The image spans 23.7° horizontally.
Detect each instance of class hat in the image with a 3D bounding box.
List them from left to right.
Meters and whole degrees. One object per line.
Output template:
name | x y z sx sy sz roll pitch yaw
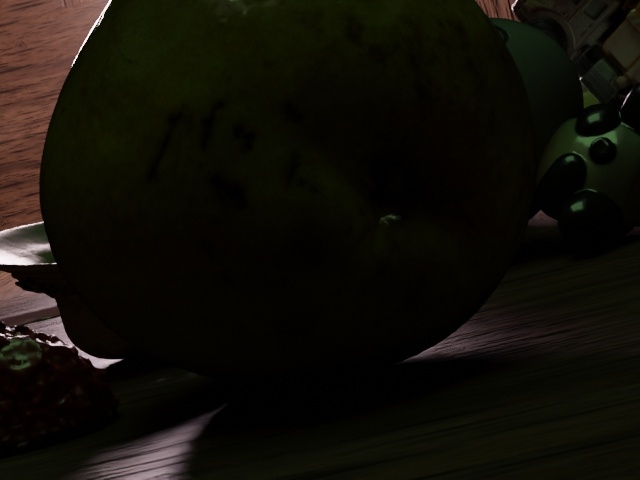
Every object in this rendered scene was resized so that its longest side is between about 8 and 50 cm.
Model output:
hat | -0.159 0.041 1.247 0.252 0.110 0.252 -6 10 1

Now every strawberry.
strawberry | -0.278 0.094 1.021 0.286 0.106 0.188 -12 7 16

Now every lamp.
lamp | 0.158 -0.082 1.267 0.244 0.197 0.198 22 26 32

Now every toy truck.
toy truck | 0.303 -0.153 1.365 0.135 0.270 0.114 -49 -16 33

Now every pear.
pear | -0.012 -0.047 0.932 0.304 0.303 0.304 -14 5 1

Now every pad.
pad | -0.305 0.079 1.758 0.188 0.006 0.113 -14 6 5

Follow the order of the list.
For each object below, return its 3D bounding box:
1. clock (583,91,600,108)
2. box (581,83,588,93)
clock | 0.450 -0.153 1.581 0.286 0.117 0.348 -20 5 -36
box | 0.455 -0.213 2.104 0.289 0.141 0.349 -12 6 7
